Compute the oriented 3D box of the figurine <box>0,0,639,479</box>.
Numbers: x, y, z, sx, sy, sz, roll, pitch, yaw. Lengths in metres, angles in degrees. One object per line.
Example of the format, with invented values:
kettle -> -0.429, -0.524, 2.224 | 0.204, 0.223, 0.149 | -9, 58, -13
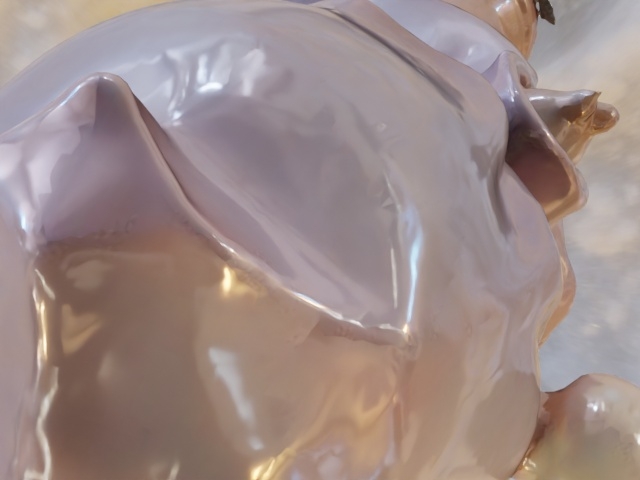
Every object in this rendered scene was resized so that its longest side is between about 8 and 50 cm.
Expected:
figurine -> 0.000, 0.000, 0.475 | 0.200, 0.276, 0.133 | 19, 111, 18
